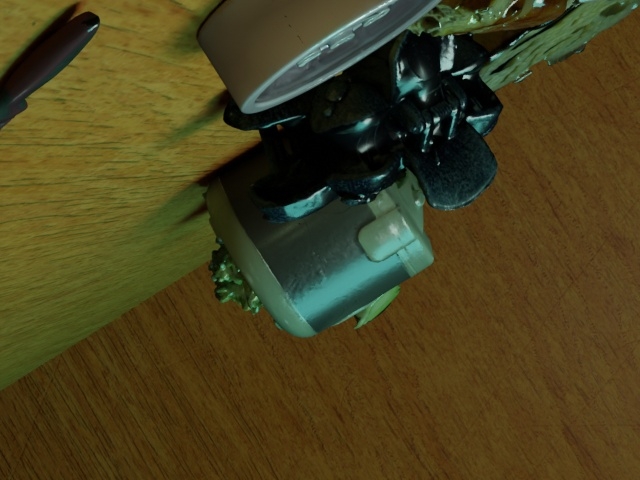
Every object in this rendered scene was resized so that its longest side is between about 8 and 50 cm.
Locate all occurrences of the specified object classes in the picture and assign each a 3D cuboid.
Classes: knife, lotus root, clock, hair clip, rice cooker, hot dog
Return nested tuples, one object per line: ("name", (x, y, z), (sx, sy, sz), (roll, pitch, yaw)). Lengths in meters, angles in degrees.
("knife", (-0.203, -0.087, 0.857), (0.035, 0.018, 0.247), (-34, -177, -43))
("lotus root", (0.326, -0.326, 1.803), (0.391, 0.111, 0.375), (-26, 174, -31))
("clock", (0.006, -0.176, 1.026), (0.197, 0.068, 0.197), (-31, 179, -1))
("hair clip", (0.064, -0.128, 1.375), (0.310, 0.194, 0.206), (-32, -159, -33))
("rice cooker", (0.007, -0.031, 1.890), (0.277, 0.288, 0.288), (-32, 178, 1))
("hot dog", (0.152, -0.245, 1.239), (0.146, 0.103, 0.213), (-6, -174, 39))

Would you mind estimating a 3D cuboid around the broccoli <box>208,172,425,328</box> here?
("broccoli", (-0.005, -0.025, 2.166), (0.277, 0.318, 0.338), (52, 58, -76))

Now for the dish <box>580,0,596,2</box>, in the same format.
("dish", (0.303, -0.322, 1.433), (0.230, 0.081, 0.229), (-6, 175, -1))
